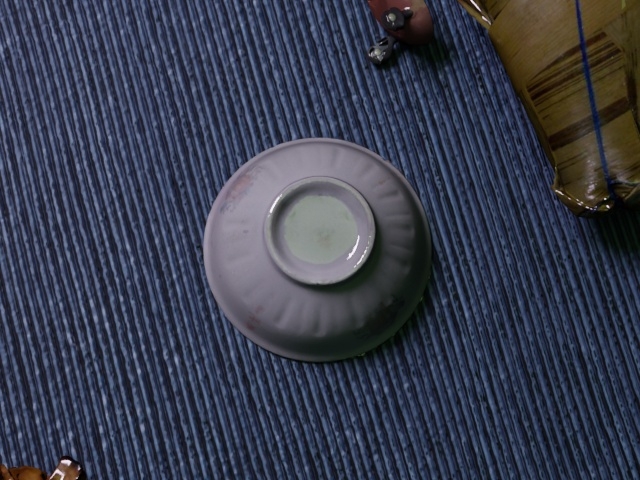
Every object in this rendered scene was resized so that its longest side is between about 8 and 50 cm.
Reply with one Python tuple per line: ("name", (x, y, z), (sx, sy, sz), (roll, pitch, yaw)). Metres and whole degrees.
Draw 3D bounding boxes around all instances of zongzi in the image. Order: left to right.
("zongzi", (0.264, -0.178, 0.741), (0.289, 0.123, 0.260), (-29, 82, 37))

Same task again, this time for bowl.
("bowl", (0.000, 0.000, 0.786), (0.189, 0.086, 0.189), (0, 81, -1))

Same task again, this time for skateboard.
("skateboard", (0.056, -0.230, 0.843), (0.080, 0.067, 0.151), (-20, 77, -14))

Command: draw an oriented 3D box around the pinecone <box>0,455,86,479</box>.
("pinecone", (-0.199, 0.247, 0.672), (0.221, 0.221, 0.222), (0, 80, -1))
